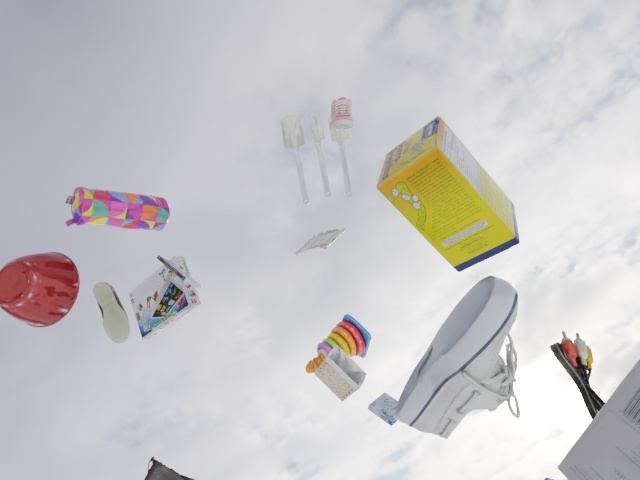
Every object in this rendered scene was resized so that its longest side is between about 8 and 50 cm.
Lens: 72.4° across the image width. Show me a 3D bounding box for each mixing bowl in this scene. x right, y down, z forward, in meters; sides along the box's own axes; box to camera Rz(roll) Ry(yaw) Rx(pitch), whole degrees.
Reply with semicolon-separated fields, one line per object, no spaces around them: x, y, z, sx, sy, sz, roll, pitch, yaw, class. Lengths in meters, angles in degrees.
-0.659;0.105;0.989;0.182;0.181;0.098;-34;-17;3;mixing bowl

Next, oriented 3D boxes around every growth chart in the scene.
0.000;0.000;1.777;0.172;0.237;0.021;-41;-74;-35;growth chart

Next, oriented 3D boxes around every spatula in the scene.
-0.002;-0.216;1.147;0.169;0.019;0.241;-12;-64;-2;spatula

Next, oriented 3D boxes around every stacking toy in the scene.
0.051;0.453;1.794;0.302;0.166;0.175;-28;-38;-34;stacking toy

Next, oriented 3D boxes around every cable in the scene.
0.758;0.389;1.255;0.140;0.287;0.072;22;-51;-17;cable

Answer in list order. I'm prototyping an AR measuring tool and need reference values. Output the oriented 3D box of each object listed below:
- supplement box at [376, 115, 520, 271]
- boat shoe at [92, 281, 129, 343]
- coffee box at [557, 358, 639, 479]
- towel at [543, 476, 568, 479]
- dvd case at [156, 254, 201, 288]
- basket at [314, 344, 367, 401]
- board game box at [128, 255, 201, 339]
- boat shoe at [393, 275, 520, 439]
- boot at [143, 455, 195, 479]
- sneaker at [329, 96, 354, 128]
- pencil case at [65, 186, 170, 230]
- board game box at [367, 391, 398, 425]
0.352;-0.121;1.200;0.356;0.194;0.195;43;-52;-17;supplement box
-0.437;0.151;0.919;0.049;0.136;0.043;-24;-6;-20;boat shoe
0.828;0.527;0.936;0.335;0.337;0.337;27;-80;-18;coffee box
0.662;0.785;1.315;0.244;0.040;0.335;-28;-30;-10;towel
-0.394;0.088;1.218;0.013;0.120;0.087;-52;-24;-8;dvd case
0.073;0.501;1.646;0.103;0.167;0.113;-50;-10;22;basket
-0.572;0.211;1.588;0.305;0.192;0.053;-33;-19;28;board game box
0.249;0.217;0.695;0.157;0.135;0.366;25;-52;10;boat shoe
-0.383;0.701;1.077;0.229;0.263;0.091;-50;-1;-34;boot
0.044;-0.274;0.938;0.051;0.134;0.070;-1;-78;1;sneaker
-0.509;-0.076;1.112;0.237;0.104;0.104;3;-56;-47;pencil case
0.207;0.515;1.342;0.090;0.090;0.019;-16;-56;-46;board game box
